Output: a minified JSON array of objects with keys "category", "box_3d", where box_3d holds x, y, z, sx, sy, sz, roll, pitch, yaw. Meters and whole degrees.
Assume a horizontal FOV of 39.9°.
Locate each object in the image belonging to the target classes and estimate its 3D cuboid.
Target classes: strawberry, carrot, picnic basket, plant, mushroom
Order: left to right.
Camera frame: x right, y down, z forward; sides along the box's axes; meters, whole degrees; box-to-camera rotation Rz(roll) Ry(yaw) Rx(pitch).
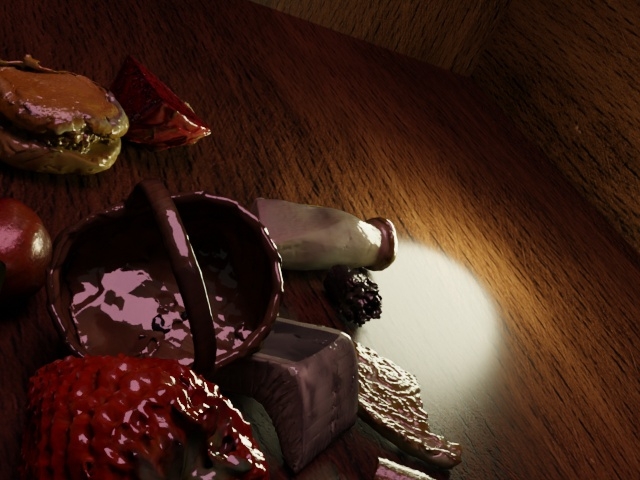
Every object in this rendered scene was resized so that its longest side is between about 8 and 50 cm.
[{"category":"strawberry","box_3d":[-0.241,0.271,1.098,0.351,0.267,0.312,13,-20,46]},{"category":"picnic basket","box_3d":[-0.207,0.052,1.221,0.337,0.337,0.293,-6,71,-48]},{"category":"mushroom","box_3d":[-0.007,-0.004,1.891,0.407,0.138,0.154,5,23,-43]},{"category":"plant","box_3d":[0.071,0.112,1.814,0.094,0.092,0.143,14,23,-42]},{"category":"carrot","box_3d":[0.156,0.406,1.378,0.173,0.082,0.082,23,26,5]}]

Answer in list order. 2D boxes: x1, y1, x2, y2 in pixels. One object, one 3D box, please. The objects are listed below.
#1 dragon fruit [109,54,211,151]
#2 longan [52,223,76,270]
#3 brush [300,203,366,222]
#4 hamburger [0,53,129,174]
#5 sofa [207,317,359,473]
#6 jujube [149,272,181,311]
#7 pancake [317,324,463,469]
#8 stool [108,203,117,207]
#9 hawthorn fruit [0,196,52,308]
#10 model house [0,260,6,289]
[{"category":"dragon fruit","box_3d":[-0.375,-0.268,2.027,0.205,0.152,0.317,34,10,-37]},{"category":"longan","box_3d":[-0.405,0.028,1.512,0.119,0.106,0.106,61,15,-25]},{"category":"brush","box_3d":[0.056,-0.029,2.093,0.233,0.047,0.103,7,33,-38]},{"category":"hamburger","box_3d":[-0.545,-0.251,1.794,0.318,0.158,0.319,21,28,-12]},{"category":"sofa","box_3d":[-0.072,0.241,1.456,0.225,0.176,0.210,8,17,27]},{"category":"jujube","box_3d":[-0.239,0.080,1.486,0.174,0.174,0.250,30,31,4]},{"category":"pancake","box_3d":[0.109,0.277,1.598,0.197,0.054,0.376,-7,44,-47]},{"category":"stool","box_3d":[-0.315,0.000,1.615,0.217,0.121,0.125,7,30,-26]},{"category":"hawthorn fruit","box_3d":[-0.495,0.029,1.351,0.169,0.169,0.188,19,27,-18]},{"category":"model house","box_3d":[-0.588,0.076,1.133,0.293,0.207,0.154,-3,34,-45]}]
